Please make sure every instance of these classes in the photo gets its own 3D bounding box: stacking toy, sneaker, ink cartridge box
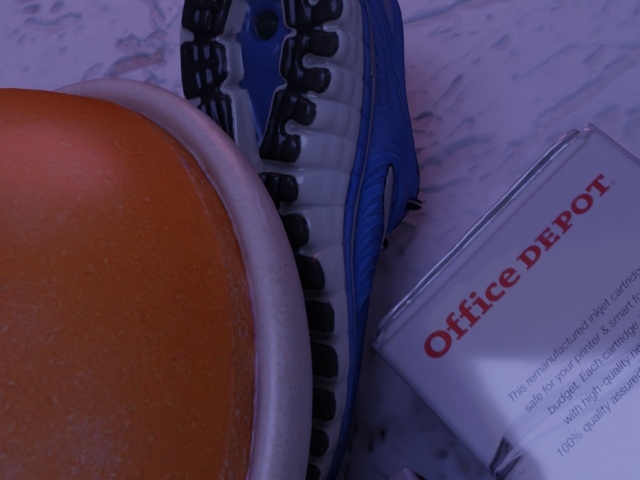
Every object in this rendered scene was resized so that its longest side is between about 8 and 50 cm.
[{"bbox_3d":[-0.267,0.042,0.395,0.350,0.479,0.351,-15,66,38],"label":"stacking toy"},{"bbox_3d":[0.000,0.000,0.611,0.129,0.147,0.330,11,95,33],"label":"sneaker"},{"bbox_3d":[0.155,0.073,0.529,0.158,0.092,0.218,-45,61,2],"label":"ink cartridge box"}]

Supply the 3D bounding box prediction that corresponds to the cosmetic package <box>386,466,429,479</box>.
[{"bbox_3d":[-0.007,0.231,0.537,0.238,0.107,0.127,-33,59,6],"label":"cosmetic package"}]
